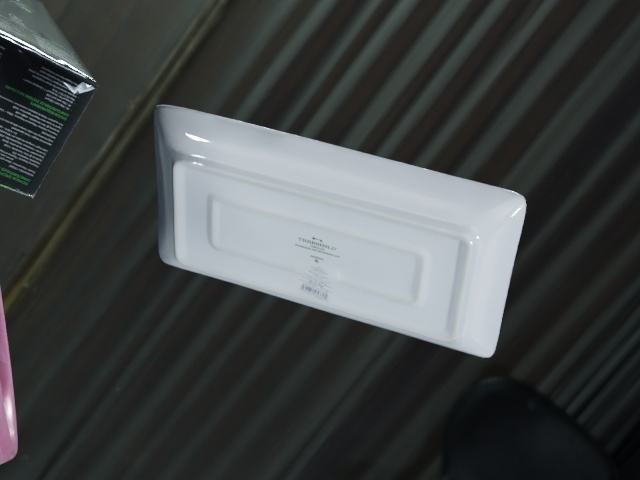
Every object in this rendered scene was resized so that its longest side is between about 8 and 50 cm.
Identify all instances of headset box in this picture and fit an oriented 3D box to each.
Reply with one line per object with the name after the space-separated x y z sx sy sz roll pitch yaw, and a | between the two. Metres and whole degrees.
-0.377 -0.196 1.043 0.246 0.131 0.283 25 15 -36 | headset box

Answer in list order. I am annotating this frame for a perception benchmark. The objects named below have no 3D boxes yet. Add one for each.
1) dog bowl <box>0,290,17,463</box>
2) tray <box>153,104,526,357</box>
-0.491 0.125 1.418 0.150 0.408 0.408 -7 27 -14 | dog bowl
0.000 0.000 0.772 0.270 0.145 0.030 16 39 15 | tray
